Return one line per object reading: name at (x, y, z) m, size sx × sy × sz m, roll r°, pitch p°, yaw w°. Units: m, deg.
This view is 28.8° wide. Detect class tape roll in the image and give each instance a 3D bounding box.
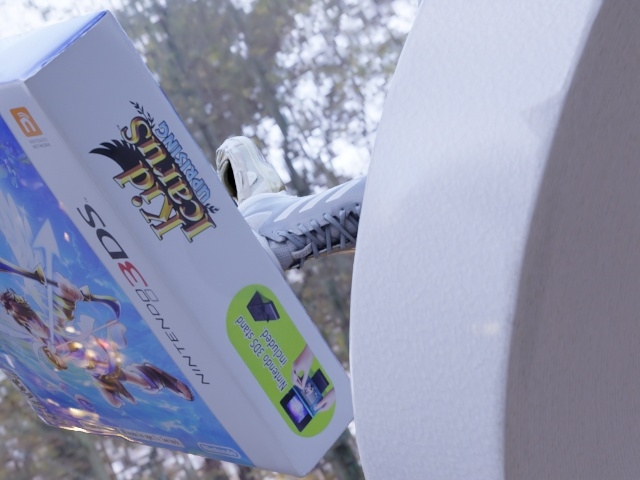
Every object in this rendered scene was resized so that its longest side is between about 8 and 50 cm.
tape roll at (0.166, -0.005, 0.528) m, size 0.392 × 0.072 × 0.392 m, roll -19°, pitch -63°, yaw -43°

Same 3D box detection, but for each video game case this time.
video game case at (-0.138, 0.010, 0.681) m, size 0.269 × 0.244 × 0.061 m, roll -1°, pitch 37°, yaw 49°

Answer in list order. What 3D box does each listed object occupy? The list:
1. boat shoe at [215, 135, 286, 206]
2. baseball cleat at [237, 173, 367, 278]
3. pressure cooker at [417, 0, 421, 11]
boat shoe at (-0.076, -0.056, 1.177) m, size 0.048 × 0.153 × 0.056 m, roll -17°, pitch -58°, yaw -16°
baseball cleat at (0.000, 0.000, 0.994) m, size 0.206 × 0.072 × 0.109 m, roll -9°, pitch 29°, yaw 40°
pressure cooker at (0.340, -0.246, 1.344) m, size 0.420 × 0.370 × 0.375 m, roll -35°, pitch -16°, yaw -44°
